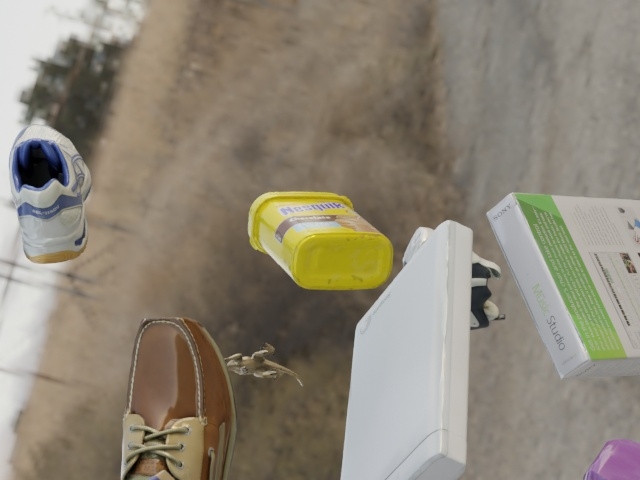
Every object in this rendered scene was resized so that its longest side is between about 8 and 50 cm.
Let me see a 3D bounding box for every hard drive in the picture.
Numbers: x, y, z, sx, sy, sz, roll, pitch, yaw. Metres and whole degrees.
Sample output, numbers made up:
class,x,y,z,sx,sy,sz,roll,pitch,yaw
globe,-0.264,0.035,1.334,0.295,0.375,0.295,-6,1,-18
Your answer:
class,x,y,z,sx,sy,sz,roll,pitch,yaw
hard drive,0.097,0.172,1.837,0.233,0.047,0.353,-53,20,40

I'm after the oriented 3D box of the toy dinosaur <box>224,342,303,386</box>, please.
class,x,y,z,sx,sy,sz,roll,pitch,yaw
toy dinosaur,-0.091,0.183,2.349,0.092,0.183,0.053,-22,66,60

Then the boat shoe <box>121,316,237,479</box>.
class,x,y,z,sx,sy,sz,roll,pitch,yaw
boat shoe,-0.160,0.246,1.750,0.120,0.122,0.324,-5,-89,-76

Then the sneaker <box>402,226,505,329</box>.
class,x,y,z,sx,sy,sz,roll,pitch,yaw
sneaker,0.158,0.105,2.096,0.094,0.153,0.235,-84,15,-68

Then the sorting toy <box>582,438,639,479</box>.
class,x,y,z,sx,sy,sz,roll,pitch,yaw
sorting toy,0.385,0.312,1.405,0.127,0.365,0.126,-32,-42,-41

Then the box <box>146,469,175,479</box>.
class,x,y,z,sx,sy,sz,roll,pitch,yaw
box,-0.236,0.319,1.539,0.225,0.036,0.136,-30,-26,-44

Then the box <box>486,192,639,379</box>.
class,x,y,z,sx,sy,sz,roll,pitch,yaw
box,0.368,0.054,1.976,0.058,0.322,0.232,-41,59,38

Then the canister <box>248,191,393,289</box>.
class,x,y,z,sx,sy,sz,roll,pitch,yaw
canister,0.000,0.000,1.821,0.170,0.126,0.073,-138,51,-65

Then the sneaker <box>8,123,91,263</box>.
class,x,y,z,sx,sy,sz,roll,pitch,yaw
sneaker,-0.368,-0.098,2.162,0.296,0.112,0.131,-116,17,-53
